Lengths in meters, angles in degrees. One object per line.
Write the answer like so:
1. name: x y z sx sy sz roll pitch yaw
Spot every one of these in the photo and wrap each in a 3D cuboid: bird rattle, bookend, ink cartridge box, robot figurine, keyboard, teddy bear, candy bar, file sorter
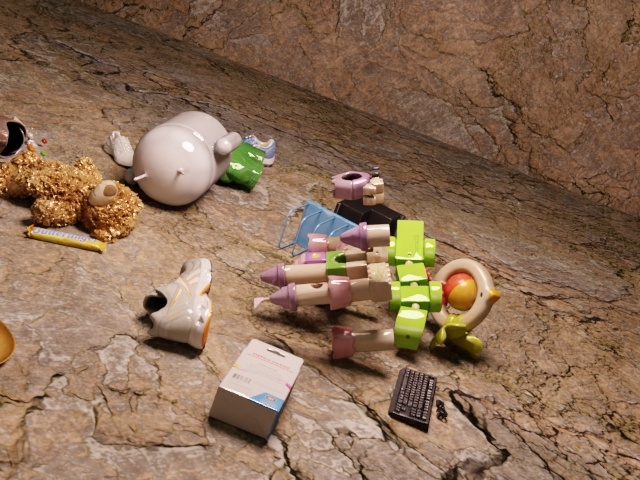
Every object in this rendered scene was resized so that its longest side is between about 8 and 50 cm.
1. bird rattle: 0.296 0.134 1.790 0.143 0.207 0.253 28 23 -34
2. bookend: 0.133 -0.056 2.262 0.157 0.072 0.156 28 23 18
3. ink cartridge box: -0.102 0.242 1.343 0.104 0.062 0.181 22 22 5
4. robot figurine: -0.345 -0.207 2.031 0.300 0.200 0.353 -19 16 16
5. keyboard: 0.191 0.297 1.523 0.108 0.023 0.180 22 22 5
6. teddy bear: -0.554 -0.115 1.755 0.338 0.113 0.245 30 26 26
7. candy bar: -0.515 -0.003 1.642 0.161 0.018 0.040 14 22 -18
8. file sorter: 0.000 0.000 1.952 0.170 0.118 0.104 28 26 20

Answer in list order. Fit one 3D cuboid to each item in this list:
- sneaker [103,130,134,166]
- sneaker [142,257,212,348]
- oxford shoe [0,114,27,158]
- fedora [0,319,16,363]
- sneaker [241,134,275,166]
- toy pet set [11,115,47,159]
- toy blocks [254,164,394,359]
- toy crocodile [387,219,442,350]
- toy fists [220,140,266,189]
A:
1. sneaker: -0.528 -0.242 2.154 0.053 0.061 0.152 -3 32 -48
2. sneaker: -0.267 0.100 1.507 0.121 0.099 0.262 10 22 -13
3. oxford shoe: -0.712 -0.218 1.775 0.132 0.130 0.363 11 6 -11
4. fedora: -0.552 0.121 1.221 0.194 0.079 0.194 17 21 -7
5. sneaker: -0.237 -0.290 2.496 0.211 0.081 0.080 7 26 -26
6. toy pet set: -0.741 -0.240 1.996 0.114 0.065 0.122 49 9 -31
7. toy blocks: 0.004 0.043 1.617 0.260 0.309 0.288 -3 24 2
8. toy crocodile: 0.197 0.083 1.757 0.115 0.105 0.341 -1 45 2
9. toy fists: -0.242 -0.226 2.322 0.142 0.096 0.279 27 18 -10
